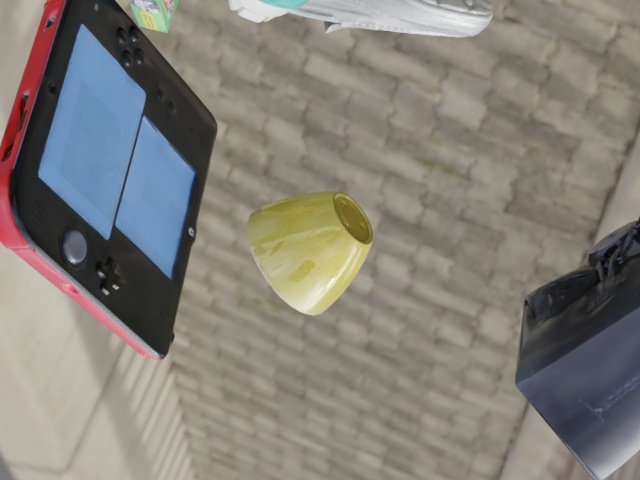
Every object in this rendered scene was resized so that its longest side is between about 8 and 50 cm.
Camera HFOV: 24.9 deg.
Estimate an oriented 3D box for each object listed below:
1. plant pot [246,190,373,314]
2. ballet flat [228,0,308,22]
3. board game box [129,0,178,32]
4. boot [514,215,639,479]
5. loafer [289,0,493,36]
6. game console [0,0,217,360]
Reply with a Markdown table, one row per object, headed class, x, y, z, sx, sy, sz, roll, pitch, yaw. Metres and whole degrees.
| class | x | y | z | sx | sy | sz | roll | pitch | yaw |
| --- | --- | --- | --- | --- | --- | --- | --- | --- | --- |
| plant pot | 0.000 | 0.000 | 1.572 | 0.095 | 0.134 | 0.134 | -34 | 126 | 27 |
| ballet flat | -0.048 | -0.240 | 1.271 | 0.083 | 0.247 | 0.087 | 15 | 117 | -17 |
| board game box | -0.208 | -0.432 | 1.825 | 0.046 | 0.213 | 0.317 | 14 | 161 | 10 |
| boot | 0.345 | -0.051 | 0.972 | 0.146 | 0.367 | 0.445 | 48 | 114 | 9 |
| loafer | 0.034 | -0.283 | 1.604 | 0.319 | 0.112 | 0.111 | 15 | 140 | -13 |
| game console | -0.252 | -0.091 | 1.791 | 0.060 | 0.387 | 0.342 | -13 | 141 | 31 |
